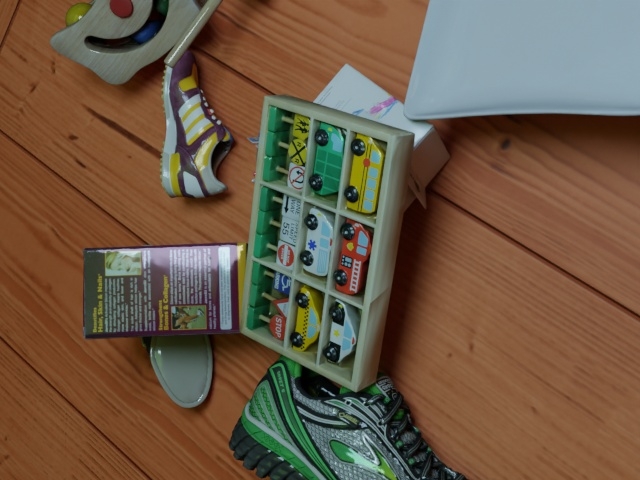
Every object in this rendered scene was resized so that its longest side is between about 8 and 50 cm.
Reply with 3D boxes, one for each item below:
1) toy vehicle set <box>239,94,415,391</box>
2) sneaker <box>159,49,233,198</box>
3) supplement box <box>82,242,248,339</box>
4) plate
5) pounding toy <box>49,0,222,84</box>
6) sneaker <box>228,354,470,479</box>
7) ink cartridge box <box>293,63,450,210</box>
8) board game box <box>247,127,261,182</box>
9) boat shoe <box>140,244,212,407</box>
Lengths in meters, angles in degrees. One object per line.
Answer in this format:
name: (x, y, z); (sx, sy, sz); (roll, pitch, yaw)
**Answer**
toy vehicle set: (0.000, 0.000, 0.983); (0.166, 0.035, 0.266); (21, 114, 35)
sneaker: (-0.144, -0.142, 1.171); (0.084, 0.069, 0.185); (-1, 84, 9)
supplement box: (-0.172, 0.058, 1.118); (0.188, 0.081, 0.104); (-2, 86, 1)
plate: (0.222, -0.237, 0.894); (0.277, 0.045, 0.277); (5, 78, 44)
pounding toy: (-0.215, -0.285, 1.129); (0.270, 0.154, 0.154); (-28, 118, 27)
sneaker: (0.060, 0.221, 0.988); (0.344, 0.134, 0.146); (24, 96, 28)
ink cartridge box: (0.062, -0.098, 1.014); (0.143, 0.092, 0.090); (40, 90, 25)
board game box: (-0.045, -0.054, 1.068); (0.169, 0.033, 0.133); (40, 137, 49)
boat shoe: (-0.187, 0.108, 1.195); (0.206, 0.075, 0.065); (69, 161, 8)
